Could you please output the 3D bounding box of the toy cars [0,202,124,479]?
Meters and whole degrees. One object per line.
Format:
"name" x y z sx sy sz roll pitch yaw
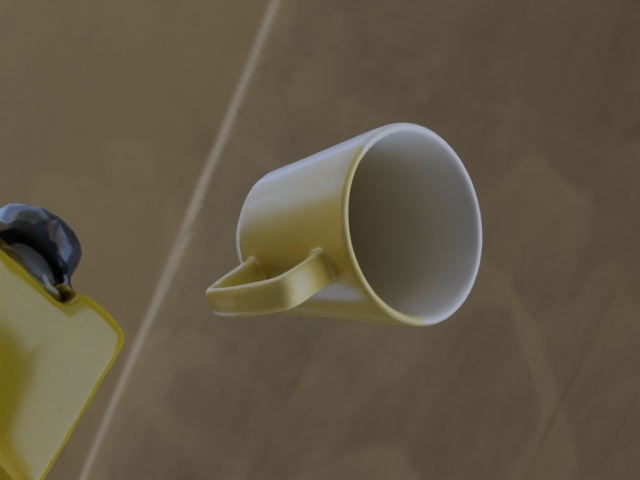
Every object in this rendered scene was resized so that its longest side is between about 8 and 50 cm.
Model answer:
"toy cars" -0.243 0.006 0.573 0.087 0.393 0.176 -24 -110 45

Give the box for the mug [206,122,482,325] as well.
"mug" 0.002 -0.003 0.586 0.064 0.078 0.062 -8 -104 45
